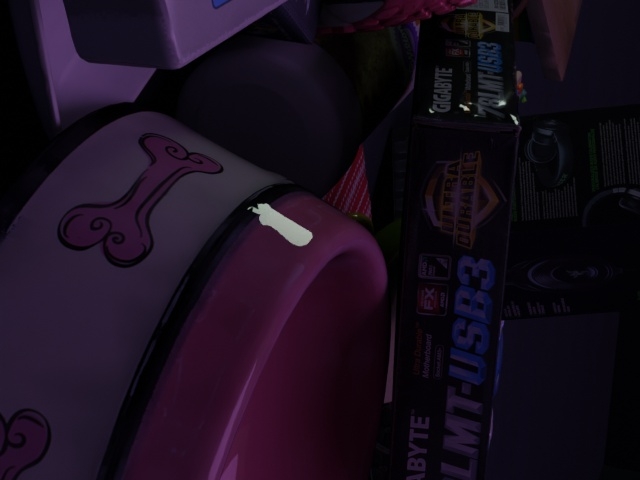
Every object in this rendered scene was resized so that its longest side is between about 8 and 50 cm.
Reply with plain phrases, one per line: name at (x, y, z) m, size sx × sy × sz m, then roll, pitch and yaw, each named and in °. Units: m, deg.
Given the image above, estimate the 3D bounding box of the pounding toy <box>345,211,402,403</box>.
pounding toy at (0.032, 0.042, 1.341) m, size 0.237 × 0.110 × 0.183 m, roll -26°, pitch 137°, yaw -37°

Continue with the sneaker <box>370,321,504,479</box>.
sneaker at (0.148, 0.184, 1.808) m, size 0.147 × 0.130 × 0.330 m, roll 68°, pitch 35°, yaw -55°

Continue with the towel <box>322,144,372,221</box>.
towel at (0.000, 0.000, 1.394) m, size 0.275 × 0.031 × 0.199 m, roll 81°, pitch 25°, yaw -48°

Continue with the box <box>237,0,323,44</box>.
box at (-0.037, -0.235, 0.930) m, size 0.232 × 0.059 × 0.183 m, roll 37°, pitch 64°, yaw -72°

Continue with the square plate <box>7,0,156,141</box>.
square plate at (-0.107, -0.269, 0.869) m, size 0.344 × 0.049 × 0.347 m, roll 84°, pitch 23°, yaw -43°

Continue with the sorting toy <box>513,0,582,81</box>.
sorting toy at (0.260, -0.359, 1.929) m, size 0.257 × 0.089 × 0.255 m, roll 54°, pitch 49°, yaw -68°

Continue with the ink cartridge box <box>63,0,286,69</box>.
ink cartridge box at (-0.030, -0.257, 0.768) m, size 0.296 × 0.066 × 0.261 m, roll -41°, pitch 128°, yaw -44°

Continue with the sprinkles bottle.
sprinkles bottle at (0.014, -0.138, 1.209) m, size 0.355 × 0.121 × 0.121 m, roll -52°, pitch 147°, yaw -58°

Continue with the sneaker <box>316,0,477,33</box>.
sneaker at (0.023, -0.226, 1.110) m, size 0.299 × 0.121 × 0.112 m, roll -114°, pitch -166°, yaw -58°

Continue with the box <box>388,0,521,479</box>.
box at (0.090, 0.003, 1.096) m, size 0.293 × 0.073 × 0.295 m, roll -74°, pitch 167°, yaw -63°

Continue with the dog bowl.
dog bowl at (-0.082, 0.138, 0.904) m, size 0.408 × 0.150 × 0.408 m, roll 14°, pitch 90°, yaw -73°

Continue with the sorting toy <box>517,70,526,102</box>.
sorting toy at (0.262, -0.193, 2.158) m, size 0.083 × 0.012 × 0.062 m, roll -48°, pitch 144°, yaw -59°

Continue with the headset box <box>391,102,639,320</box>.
headset box at (0.212, -0.019, 1.665) m, size 0.246 × 0.283 × 0.131 m, roll 63°, pitch 25°, yaw -64°

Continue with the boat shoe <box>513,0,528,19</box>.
boat shoe at (0.208, -0.375, 1.714) m, size 0.104 × 0.110 × 0.307 m, roll -5°, pitch 105°, yaw -71°
